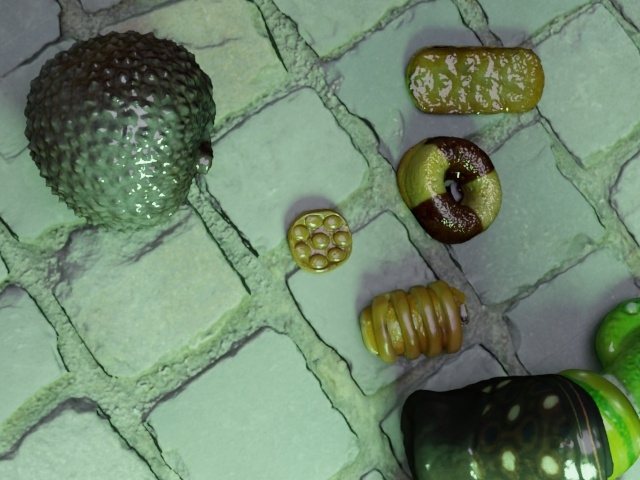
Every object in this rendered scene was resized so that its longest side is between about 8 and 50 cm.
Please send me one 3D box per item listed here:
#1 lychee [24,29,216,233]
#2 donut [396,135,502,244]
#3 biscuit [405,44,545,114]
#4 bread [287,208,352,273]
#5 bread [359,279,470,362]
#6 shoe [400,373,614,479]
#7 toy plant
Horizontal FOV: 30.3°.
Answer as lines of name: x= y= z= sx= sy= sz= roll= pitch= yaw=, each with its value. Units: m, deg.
lychee: x=-0.288 y=-0.160 z=1.708 sx=0.300 sy=0.300 sz=0.300 roll=2 pitch=83 yaw=-13
donut: x=0.218 y=-0.088 z=1.931 sx=0.166 sy=0.073 sz=0.184 roll=-22 pitch=90 yaw=-18
biscuit: x=0.261 y=-0.269 z=1.985 sx=0.247 sy=0.029 sz=0.118 roll=-1 pitch=90 yaw=-14
bread: x=0.000 y=0.000 z=1.890 sx=0.110 sy=0.024 sz=0.110 roll=1 pitch=84 yaw=-13
bread: x=0.152 y=0.132 z=1.882 sx=0.177 sy=0.084 sz=0.119 roll=-12 pitch=85 yaw=-11
shoe: x=0.249 y=0.292 z=1.729 sx=0.237 sy=0.384 sz=0.171 roll=-12 pitch=94 yaw=-15
toy plant: x=0.501 y=0.239 z=1.913 sx=0.316 sy=0.184 sz=0.224 roll=-37 pitch=71 yaw=-24
